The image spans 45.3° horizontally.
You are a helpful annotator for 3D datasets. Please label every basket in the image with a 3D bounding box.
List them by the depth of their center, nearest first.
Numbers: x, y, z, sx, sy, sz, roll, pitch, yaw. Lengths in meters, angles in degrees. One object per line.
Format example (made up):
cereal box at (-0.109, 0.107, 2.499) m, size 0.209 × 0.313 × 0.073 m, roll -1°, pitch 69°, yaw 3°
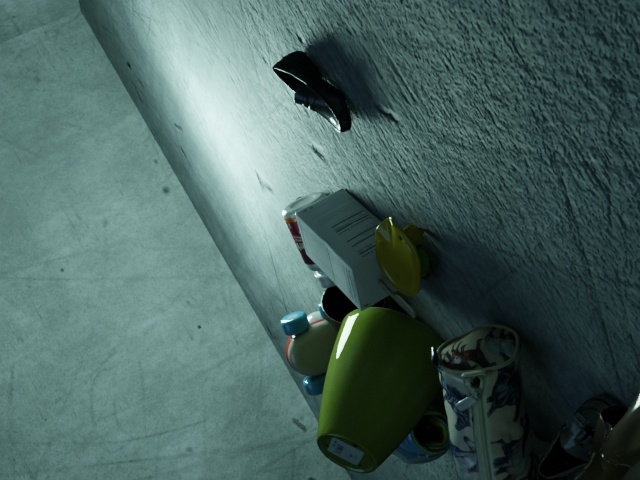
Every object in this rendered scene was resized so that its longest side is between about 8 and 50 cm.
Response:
basket at (0.117, 0.229, 1.918) m, size 0.204 × 0.154 × 0.227 m, roll 42°, pitch 159°, yaw 56°

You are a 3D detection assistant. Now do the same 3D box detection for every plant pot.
plant pot at (0.112, 0.346, 1.678) m, size 0.275 × 0.293 × 0.274 m, roll 19°, pitch 141°, yaw 16°

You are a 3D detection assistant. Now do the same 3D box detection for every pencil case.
pencil case at (0.307, 0.368, 1.392) m, size 0.160 × 0.183 × 0.410 m, roll -1°, pitch 109°, yaw 31°

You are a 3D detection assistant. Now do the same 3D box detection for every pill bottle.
pill bottle at (0.000, 0.000, 1.919) m, size 0.221 × 0.121 × 0.121 m, roll 65°, pitch 163°, yaw -16°

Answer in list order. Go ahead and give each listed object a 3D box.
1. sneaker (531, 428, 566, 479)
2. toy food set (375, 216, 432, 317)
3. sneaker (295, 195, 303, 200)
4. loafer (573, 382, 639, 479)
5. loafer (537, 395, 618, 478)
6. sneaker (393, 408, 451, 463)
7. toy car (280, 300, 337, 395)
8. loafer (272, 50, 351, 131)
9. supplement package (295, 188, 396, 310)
sneaker at (0.417, 0.421, 1.492) m, size 0.152 × 0.058 × 0.084 m, roll 21°, pitch 129°, yaw 56°
toy food set at (0.176, 0.038, 1.542) m, size 0.128 × 0.071 × 0.218 m, roll 40°, pitch 150°, yaw 35°
sneaker at (-0.024, -0.039, 2.039) m, size 0.161 × 0.057 × 0.075 m, roll 56°, pitch 158°, yaw 6°
loafer at (0.457, 0.300, 1.099) m, size 0.366 × 0.134 × 0.130 m, roll 104°, pitch 158°, yaw -54°
loafer at (0.431, 0.343, 1.270) m, size 0.096 × 0.084 × 0.267 m, roll 53°, pitch 162°, yaw 26°
sneaker at (0.266, 0.485, 1.866) m, size 0.208 × 0.127 × 0.319 m, roll -5°, pitch 157°, yaw 45°
toy car at (-0.013, 0.265, 2.095) m, size 0.219 × 0.210 × 0.238 m, roll 70°, pitch 166°, yaw -13°
loafer at (-0.017, -0.293, 1.549) m, size 0.223 × 0.078 × 0.076 m, roll 53°, pitch 162°, yaw 25°
supplement package at (0.071, 0.017, 1.712) m, size 0.244 × 0.134 × 0.139 m, roll 45°, pitch 157°, yaw 44°
